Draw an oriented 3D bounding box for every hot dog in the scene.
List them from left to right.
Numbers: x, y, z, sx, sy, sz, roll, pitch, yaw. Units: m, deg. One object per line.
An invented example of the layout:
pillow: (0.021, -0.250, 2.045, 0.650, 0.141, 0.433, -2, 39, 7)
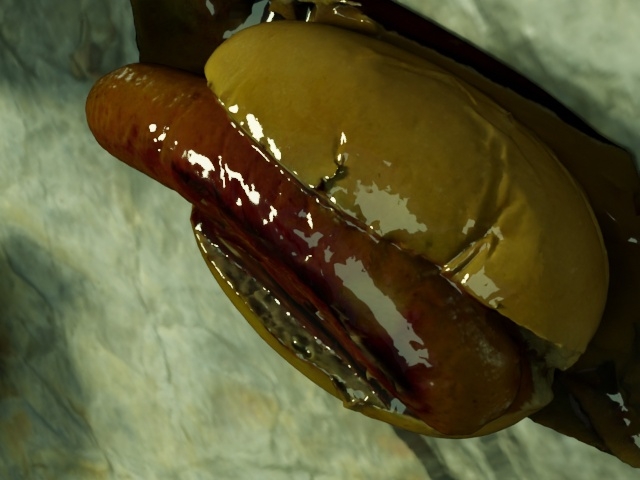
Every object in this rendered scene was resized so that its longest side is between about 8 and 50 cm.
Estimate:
hot dog: (0.002, -0.004, 0.634, 0.326, 0.107, 0.194, 24, 125, 31)
